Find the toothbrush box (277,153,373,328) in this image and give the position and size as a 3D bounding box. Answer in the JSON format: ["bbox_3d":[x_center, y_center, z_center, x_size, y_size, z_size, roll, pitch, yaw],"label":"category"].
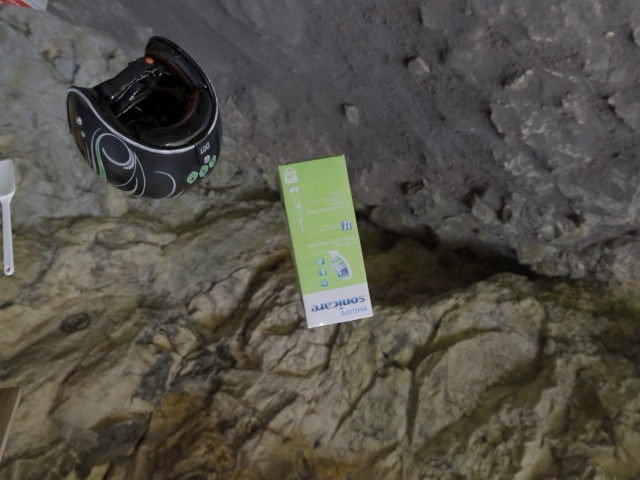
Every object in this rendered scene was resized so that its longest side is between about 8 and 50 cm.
[{"bbox_3d":[0.000,0.000,0.880,0.122,0.284,0.206,-9,-179,-5],"label":"toothbrush box"}]

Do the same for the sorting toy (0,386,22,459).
[{"bbox_3d":[-0.576,0.326,0.764,0.132,0.046,0.275,-5,-139,-10],"label":"sorting toy"}]

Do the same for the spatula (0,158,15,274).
[{"bbox_3d":[-0.660,-0.032,0.897,0.019,0.168,0.242,73,-178,-71],"label":"spatula"}]

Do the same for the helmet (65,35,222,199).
[{"bbox_3d":[-0.196,-0.128,0.530,0.169,0.170,0.161,31,155,-15],"label":"helmet"}]

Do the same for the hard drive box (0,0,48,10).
[{"bbox_3d":[-0.524,-0.432,0.638,0.180,0.089,0.232,16,180,16],"label":"hard drive box"}]
